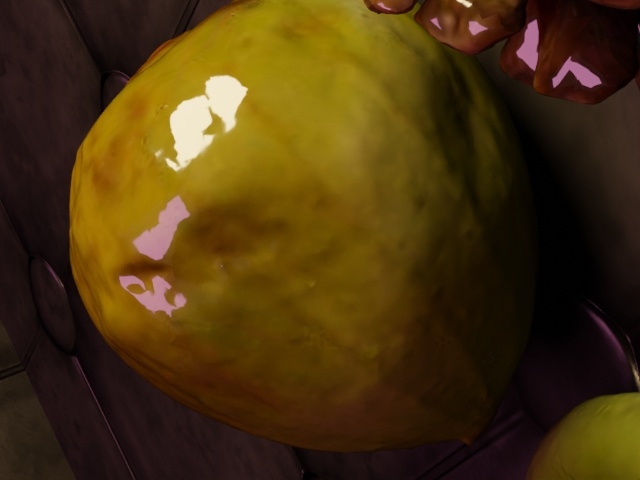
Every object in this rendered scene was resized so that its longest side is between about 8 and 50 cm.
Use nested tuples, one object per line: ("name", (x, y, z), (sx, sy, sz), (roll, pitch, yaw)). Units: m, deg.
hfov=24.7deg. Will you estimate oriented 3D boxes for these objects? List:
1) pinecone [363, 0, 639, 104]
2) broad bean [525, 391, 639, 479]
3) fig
("pinecone", (0.127, -0.228, 0.669), (0.384, 0.384, 0.384), (38, 139, 44))
("broad bean", (0.238, 0.212, 0.941), (0.291, 0.119, 0.238), (-1, 108, 61))
("fig", (0.003, -0.009, 1.022), (0.343, 0.343, 0.343), (38, 139, 44))
